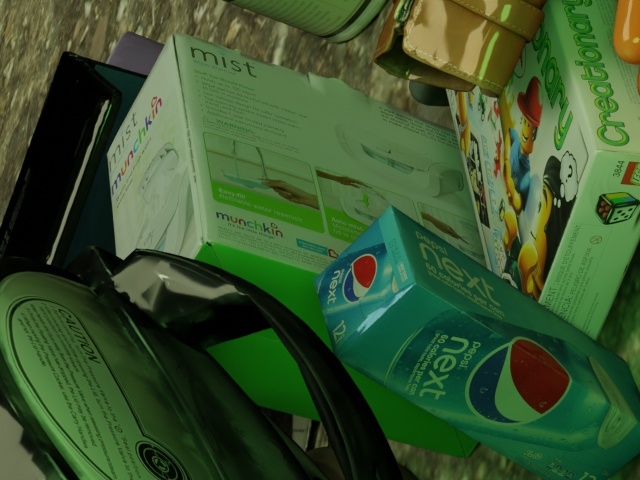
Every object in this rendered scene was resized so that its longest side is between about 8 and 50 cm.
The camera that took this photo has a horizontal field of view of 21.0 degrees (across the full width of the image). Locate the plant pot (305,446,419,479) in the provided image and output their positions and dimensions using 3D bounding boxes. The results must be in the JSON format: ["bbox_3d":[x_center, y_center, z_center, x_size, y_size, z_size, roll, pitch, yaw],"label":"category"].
[{"bbox_3d":[-0.072,0.259,1.213,0.263,0.229,0.263,-42,40,48],"label":"plant pot"}]

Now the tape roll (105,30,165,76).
[{"bbox_3d":[-0.202,-0.069,1.755,0.275,0.090,0.274,-160,90,-88],"label":"tape roll"}]

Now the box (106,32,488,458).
[{"bbox_3d":[0.000,0.000,1.192,0.126,0.262,0.231,-57,30,31],"label":"box"}]

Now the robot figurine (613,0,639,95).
[{"bbox_3d":[0.246,-0.130,0.928,0.158,0.128,0.219,173,112,-72],"label":"robot figurine"}]

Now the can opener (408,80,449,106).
[{"bbox_3d":[0.099,-0.226,1.273,0.074,0.093,0.280,-109,23,-45],"label":"can opener"}]

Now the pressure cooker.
[{"bbox_3d":[-0.136,0.211,0.917,0.420,0.370,0.375,-45,-5,9],"label":"pressure cooker"}]

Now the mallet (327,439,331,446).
[{"bbox_3d":[0.029,0.084,1.357,0.039,0.062,0.189,168,102,-68],"label":"mallet"}]

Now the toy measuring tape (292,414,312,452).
[{"bbox_3d":[-0.045,0.082,1.410,0.121,0.121,0.330,-12,64,62],"label":"toy measuring tape"}]

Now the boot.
[{"bbox_3d":[0.126,-0.191,0.983,0.283,0.109,0.220,13,77,64],"label":"boot"}]

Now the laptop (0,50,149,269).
[{"bbox_3d":[-0.169,0.058,1.488,0.408,0.236,0.381,-141,70,-70],"label":"laptop"}]

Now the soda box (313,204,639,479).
[{"bbox_3d":[0.098,0.068,0.995,0.067,0.210,0.071,-45,34,22],"label":"soda box"}]

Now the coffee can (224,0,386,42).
[{"bbox_3d":[-0.074,-0.312,1.534,0.201,0.275,0.201,-45,36,46],"label":"coffee can"}]

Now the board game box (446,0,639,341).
[{"bbox_3d":[0.144,-0.088,1.128,0.305,0.053,0.193,-98,16,-45],"label":"board game box"}]
